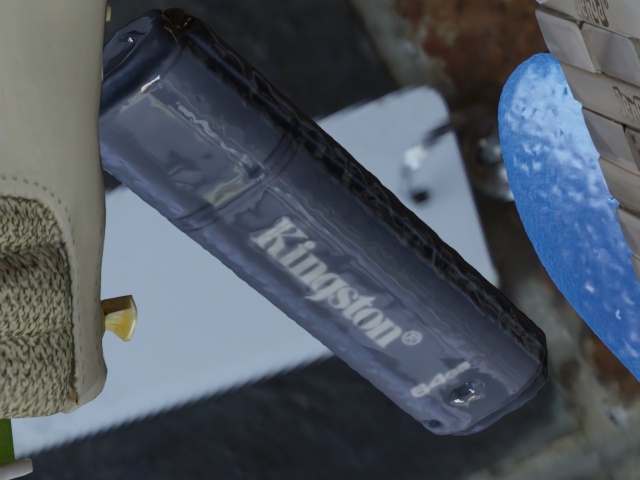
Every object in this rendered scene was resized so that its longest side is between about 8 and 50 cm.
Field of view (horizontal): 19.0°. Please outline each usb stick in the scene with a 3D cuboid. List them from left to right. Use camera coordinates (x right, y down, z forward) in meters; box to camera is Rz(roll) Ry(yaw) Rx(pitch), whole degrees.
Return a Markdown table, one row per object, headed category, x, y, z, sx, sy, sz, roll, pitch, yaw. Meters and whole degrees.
| category | x | y | z | sx | sy | sz | roll | pitch | yaw |
| --- | --- | --- | --- | --- | --- | --- | --- | --- | --- |
| usb stick | 0.000 | 0.000 | 0.839 | 0.077 | 0.278 | 0.045 | -39 | 36 | 16 |

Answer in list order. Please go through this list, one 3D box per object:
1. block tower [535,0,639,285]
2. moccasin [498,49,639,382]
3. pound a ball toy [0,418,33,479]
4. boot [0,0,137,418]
| category | x | y | z | sx | sy | sz | roll | pitch | yaw |
| --- | --- | --- | --- | --- | --- | --- | --- | --- | --- |
| block tower | 0.170 | 0.052 | 0.570 | 0.097 | 0.335 | 0.091 | -29 | 22 | -10 |
| moccasin | 0.238 | 0.023 | 1.241 | 0.117 | 0.138 | 0.342 | -24 | 81 | -41 |
| pound a ball toy | -0.313 | 0.159 | 1.304 | 0.135 | 0.319 | 0.208 | -6 | 89 | 13 |
| boot | -0.060 | -0.075 | 0.371 | 0.095 | 0.262 | 0.203 | 3 | 101 | 23 |
